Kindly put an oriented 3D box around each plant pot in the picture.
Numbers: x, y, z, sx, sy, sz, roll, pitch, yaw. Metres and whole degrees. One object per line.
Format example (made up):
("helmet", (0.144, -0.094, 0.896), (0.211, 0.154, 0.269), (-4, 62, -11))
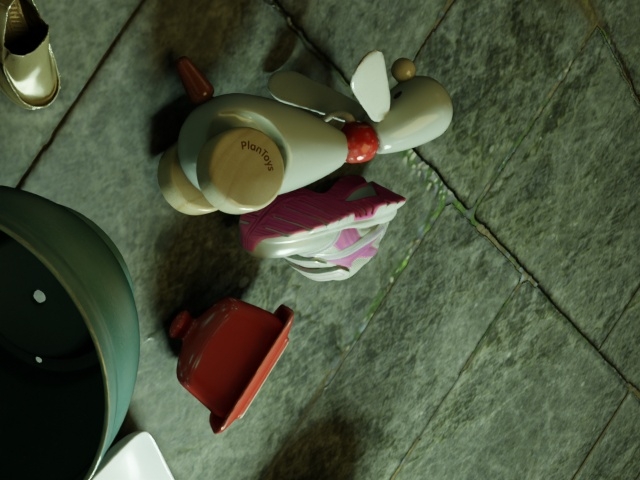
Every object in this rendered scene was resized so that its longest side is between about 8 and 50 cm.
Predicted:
("plant pot", (-0.275, 0.075, 1.156), (0.196, 0.293, 0.293), (-48, 155, -65))

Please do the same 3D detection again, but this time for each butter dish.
("butter dish", (-0.115, 0.120, 1.510), (0.160, 0.118, 0.160), (-58, -174, -4))

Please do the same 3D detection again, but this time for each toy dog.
("toy dog", (-0.030, -0.136, 1.380), (0.333, 0.220, 0.161), (-26, 103, -49))

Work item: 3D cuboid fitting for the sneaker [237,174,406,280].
("sneaker", (0.000, 0.000, 1.566), (0.252, 0.103, 0.111), (-10, 121, -47))

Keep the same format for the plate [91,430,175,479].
("plate", (-0.272, 0.375, 1.560), (0.278, 0.045, 0.277), (-43, 142, -21))

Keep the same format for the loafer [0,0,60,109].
("loafer", (-0.259, -0.166, 1.158), (0.056, 0.050, 0.148), (-43, 143, -21))
